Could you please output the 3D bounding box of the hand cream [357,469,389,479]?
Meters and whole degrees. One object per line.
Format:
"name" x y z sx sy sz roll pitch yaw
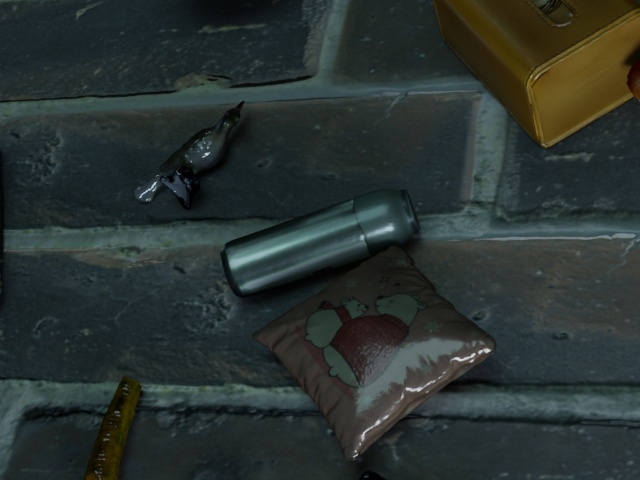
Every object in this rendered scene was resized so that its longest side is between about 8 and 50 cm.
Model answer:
"hand cream" 0.114 0.342 1.569 0.270 0.061 0.120 22 63 38

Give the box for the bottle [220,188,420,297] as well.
"bottle" 0.000 0.000 1.858 0.253 0.080 0.096 -19 12 7

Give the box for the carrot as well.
"carrot" -0.255 0.243 1.789 0.042 0.042 0.171 0 53 20

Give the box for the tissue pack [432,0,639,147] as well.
"tissue pack" 0.290 -0.288 1.925 0.194 0.145 0.274 -33 49 -3

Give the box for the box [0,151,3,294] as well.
"box" -0.624 -0.001 2.077 0.350 0.091 0.359 -17 48 7

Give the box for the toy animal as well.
"toy animal" -0.169 -0.124 2.019 0.202 0.070 0.105 -51 35 -15

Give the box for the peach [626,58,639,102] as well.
"peach" 0.469 -0.192 1.812 0.118 0.151 0.151 -50 34 41

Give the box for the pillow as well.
"pillow" 0.062 0.124 1.732 0.223 0.084 0.236 -37 48 -7
